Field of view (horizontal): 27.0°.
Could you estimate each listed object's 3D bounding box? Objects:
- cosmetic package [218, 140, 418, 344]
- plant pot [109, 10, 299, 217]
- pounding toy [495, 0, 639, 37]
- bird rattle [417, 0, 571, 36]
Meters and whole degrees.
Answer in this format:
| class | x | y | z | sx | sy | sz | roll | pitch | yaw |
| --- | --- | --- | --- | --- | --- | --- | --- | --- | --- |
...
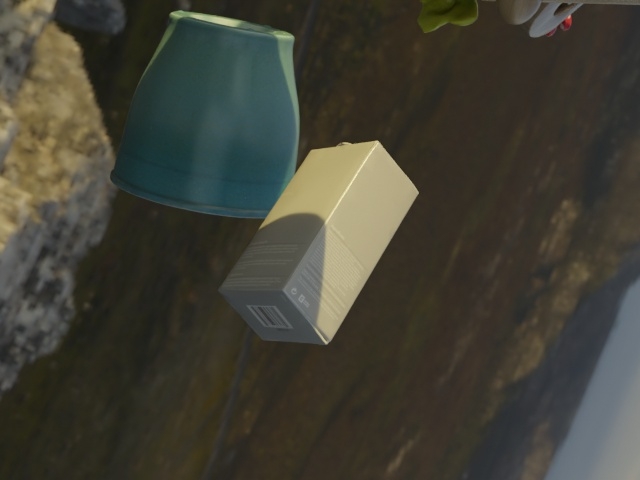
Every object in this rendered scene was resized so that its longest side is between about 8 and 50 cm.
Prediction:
| class | x | y | z | sx | sy | sz | roll | pitch | yaw |
| --- | --- | --- | --- | --- | --- | --- | --- | --- | --- |
| cosmetic package | 0.000 | 0.000 | 1.581 | 0.107 | 0.127 | 0.238 | 51 | 59 | -27 |
| plant pot | -0.148 | -0.190 | 1.919 | 0.271 | 0.271 | 0.255 | -26 | 130 | -69 |
| pounding toy | 0.244 | -0.231 | 1.139 | 0.269 | 0.155 | 0.154 | -31 | 168 | -21 |
| bird rattle | 0.189 | -0.327 | 1.579 | 0.207 | 0.253 | 0.143 | 42 | 79 | -32 |
